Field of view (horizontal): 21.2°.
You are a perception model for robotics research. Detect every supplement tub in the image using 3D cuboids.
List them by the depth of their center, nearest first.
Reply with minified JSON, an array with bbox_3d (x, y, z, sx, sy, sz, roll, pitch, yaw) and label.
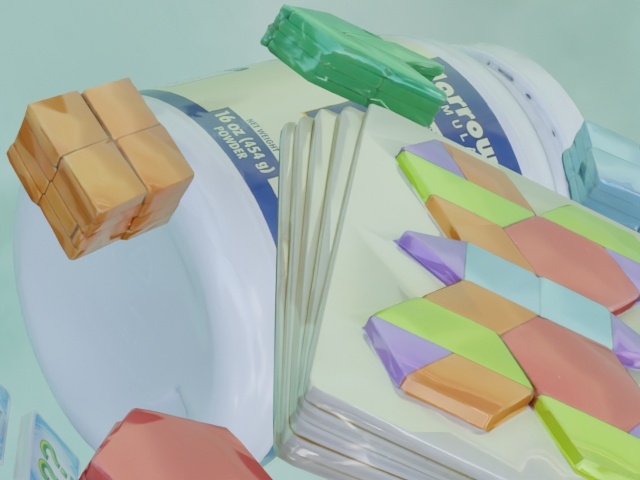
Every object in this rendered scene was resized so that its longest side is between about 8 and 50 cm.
[{"bbox_3d":[0.000,0.000,1.068,0.325,0.235,0.235,-18,112,-39],"label":"supplement tub"}]

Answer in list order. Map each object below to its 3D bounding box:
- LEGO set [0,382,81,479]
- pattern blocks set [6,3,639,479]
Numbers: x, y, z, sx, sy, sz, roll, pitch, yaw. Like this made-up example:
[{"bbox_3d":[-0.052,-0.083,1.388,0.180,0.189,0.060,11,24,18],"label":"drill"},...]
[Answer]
[{"bbox_3d":[-0.142,0.168,0.943,0.060,0.244,0.182,-32,115,11],"label":"LEGO set"},{"bbox_3d":[0.056,0.026,0.457,0.285,0.325,0.026,18,118,-20],"label":"pattern blocks set"}]
